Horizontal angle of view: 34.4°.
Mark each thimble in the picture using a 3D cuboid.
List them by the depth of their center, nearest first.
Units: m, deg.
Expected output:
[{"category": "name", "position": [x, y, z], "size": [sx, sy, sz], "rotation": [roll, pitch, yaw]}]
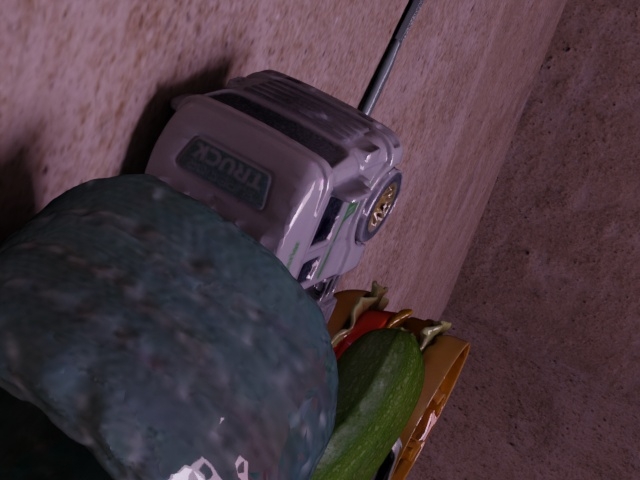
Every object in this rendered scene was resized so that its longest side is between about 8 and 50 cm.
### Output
[{"category": "thimble", "position": [-0.098, 0.096, 0.524], "size": [0.143, 0.198, 0.235], "rotation": [-52, 133, -44]}]

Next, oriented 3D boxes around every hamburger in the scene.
[{"category": "hamburger", "position": [0.043, 0.188, 1.316], "size": [0.274, 0.212, 0.274], "rotation": [-55, 163, -26]}]

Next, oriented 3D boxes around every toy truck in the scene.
[{"category": "toy truck", "position": [-0.079, 0.071, 0.717], "size": [0.175, 0.146, 0.367], "rotation": [-26, 141, -65]}]

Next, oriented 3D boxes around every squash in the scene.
[{"category": "squash", "position": [0.009, 0.139, 0.719], "size": [0.219, 0.068, 0.077], "rotation": [-43, 138, -43]}]

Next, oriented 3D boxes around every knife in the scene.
[{"category": "knife", "position": [0.083, -0.212, 1.134], "size": [0.210, 0.015, 0.028], "rotation": [-65, 161, 0]}]

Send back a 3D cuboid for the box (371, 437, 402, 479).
[{"category": "box", "position": [-0.034, 0.226, 0.972], "size": [0.135, 0.163, 0.243], "rotation": [-48, 163, -27]}]
